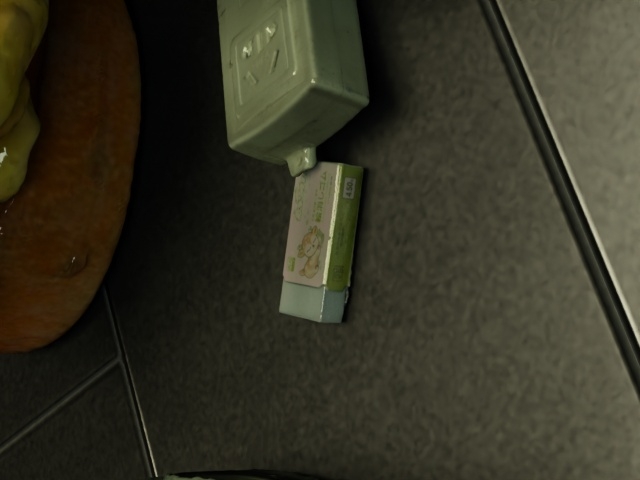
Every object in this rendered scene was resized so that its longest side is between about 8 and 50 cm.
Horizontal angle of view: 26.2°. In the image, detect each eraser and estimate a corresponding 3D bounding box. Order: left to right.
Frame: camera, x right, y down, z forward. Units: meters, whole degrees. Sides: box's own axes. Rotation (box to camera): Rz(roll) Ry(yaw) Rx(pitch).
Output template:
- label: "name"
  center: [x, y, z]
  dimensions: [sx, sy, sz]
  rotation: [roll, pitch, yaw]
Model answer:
- label: "eraser"
  center: [0.000, 0.000, 0.726]
  dimensions: [0.038, 0.019, 0.083]
  rotation: [8, 91, 47]

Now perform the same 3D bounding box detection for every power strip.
- label: "power strip"
  center: [-0.019, -0.123, 0.735]
  dimensions: [0.075, 0.042, 0.175]
  rotation: [-34, 51, 40]

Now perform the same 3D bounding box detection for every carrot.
- label: "carrot"
  center: [-0.226, -0.081, 0.911]
  dimensions: [0.258, 0.100, 0.307]
  rotation: [0, 83, 42]

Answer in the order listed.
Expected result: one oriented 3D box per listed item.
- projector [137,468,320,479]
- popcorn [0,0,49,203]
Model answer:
- label: "projector"
  center: [-0.001, 0.214, 0.638]
  dimensions: [0.250, 0.108, 0.198]
  rotation: [-2, 83, 46]
- label: "popcorn"
  center: [-0.299, -0.094, 0.767]
  dimensions: [0.297, 0.281, 0.315]
  rotation: [26, 110, 13]
